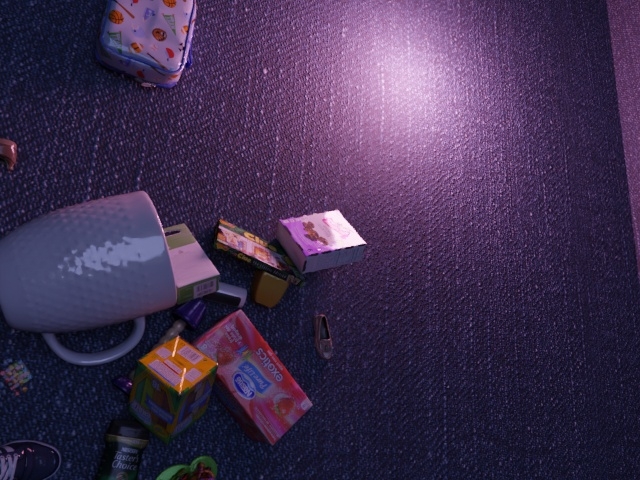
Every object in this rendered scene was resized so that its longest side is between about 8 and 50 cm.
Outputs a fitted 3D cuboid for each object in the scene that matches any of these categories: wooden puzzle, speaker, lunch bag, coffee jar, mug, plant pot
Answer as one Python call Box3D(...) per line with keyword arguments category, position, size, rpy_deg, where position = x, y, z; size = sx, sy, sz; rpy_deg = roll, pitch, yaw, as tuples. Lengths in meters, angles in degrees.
Box3D(category="wooden puzzle", position=(-0.663, 0.294, 1.238), size=(0.049, 0.006, 0.083), rpy_deg=(-35, 94, -30))
Box3D(category="speaker", position=(-0.262, 0.133, 1.463), size=(0.136, 0.055, 0.055), rpy_deg=(18, 69, -22))
Box3D(category="lunch bag", position=(-0.458, -0.561, 1.522), size=(0.243, 0.115, 0.303), rpy_deg=(15, 69, -25))
Box3D(category="coffee jar", position=(-0.442, 0.493, 1.256), size=(0.096, 0.079, 0.184), rpy_deg=(17, 68, -22))
Box3D(category="mug", position=(-0.510, 0.104, 1.245), size=(0.328, 0.276, 0.374), rpy_deg=(-16, 114, -24))
Box3D(category="plant pot", position=(-0.143, 0.133, 1.513), size=(0.081, 0.081, 0.083), rpy_deg=(26, 79, -19))

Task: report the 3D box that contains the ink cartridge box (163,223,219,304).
Box3D(category="ink cartridge box", position=(-0.346, 0.054, 1.413), size=(0.109, 0.062, 0.209), rpy_deg=(-18, 49, -30))

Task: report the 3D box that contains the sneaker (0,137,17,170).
Box3D(category="sneaker", position=(-0.789, -0.198, 1.275), size=(0.188, 0.066, 0.071), rpy_deg=(1, 77, -27))

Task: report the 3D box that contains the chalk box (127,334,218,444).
Box3D(category="chalk box", position=(-0.337, 0.351, 1.278), size=(0.132, 0.213, 0.132), rpy_deg=(30, 30, 19))

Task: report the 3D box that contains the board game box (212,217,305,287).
Box3D(category="board game box", position=(-0.161, 0.033, 1.509), size=(0.259, 0.136, 0.030), rpy_deg=(26, 108, -19))

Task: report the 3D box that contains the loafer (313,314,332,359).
Box3D(category="loafer", position=(0.008, 0.267, 1.573), size=(0.045, 0.039, 0.125), rpy_deg=(-6, 79, -29))

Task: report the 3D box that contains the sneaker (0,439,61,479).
Box3D(category="sneaker", position=(-0.660, 0.447, 1.113), size=(0.282, 0.153, 0.099), rpy_deg=(9, 73, -25))

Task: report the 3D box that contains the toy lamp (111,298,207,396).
Box3D(category="toy lamp", position=(-0.376, 0.251, 1.360), size=(0.080, 0.080, 0.275), rpy_deg=(43, 64, -11))

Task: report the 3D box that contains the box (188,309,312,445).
Box3D(category="box", position=(-0.183, 0.335, 1.393), size=(0.142, 0.154, 0.300), rpy_deg=(-39, 97, -30))

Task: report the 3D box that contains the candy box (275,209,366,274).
Box3D(category="candy box", position=(0.000, 0.000, 1.579), size=(0.196, 0.070, 0.165), rpy_deg=(-12, 44, -30))

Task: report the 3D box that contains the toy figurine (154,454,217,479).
Box3D(category="toy figurine", position=(-0.283, 0.563, 1.272), size=(0.173, 0.159, 0.130), rpy_deg=(-35, 94, -31))
